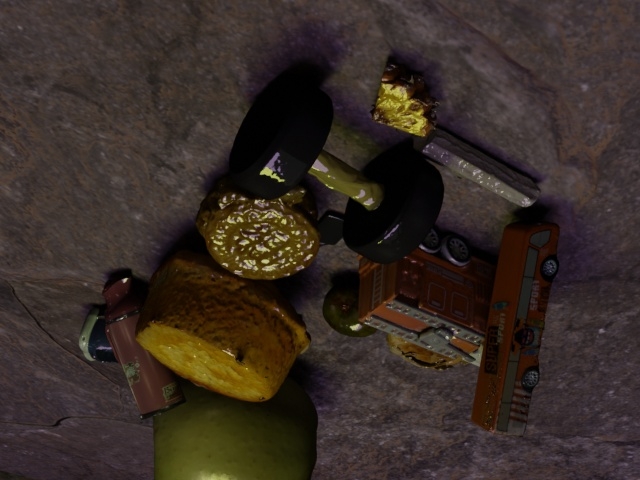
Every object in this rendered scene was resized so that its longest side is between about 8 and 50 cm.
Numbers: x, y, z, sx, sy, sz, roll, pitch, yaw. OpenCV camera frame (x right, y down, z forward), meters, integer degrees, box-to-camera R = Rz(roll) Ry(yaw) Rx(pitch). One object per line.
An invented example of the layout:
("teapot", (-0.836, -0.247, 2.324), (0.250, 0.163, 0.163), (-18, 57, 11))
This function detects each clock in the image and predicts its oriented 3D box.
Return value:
("clock", (-0.460, 0.258, 2.015), (0.243, 0.146, 0.199), (11, 139, 8))

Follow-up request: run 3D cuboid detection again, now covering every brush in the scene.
("brush", (0.000, 0.000, 1.677), (0.063, 0.016, 0.193), (22, 141, -18))

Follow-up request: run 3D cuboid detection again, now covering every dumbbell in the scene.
("dumbbell", (0.029, -0.113, 1.358), (0.322, 0.203, 0.204), (29, 139, -27))

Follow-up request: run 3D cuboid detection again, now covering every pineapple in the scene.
("pineapple", (0.127, -0.229, 1.311), (0.116, 0.069, 0.137), (-15, 130, 36))

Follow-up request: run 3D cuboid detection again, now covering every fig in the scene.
("fig", (0.084, 0.140, 1.803), (0.133, 0.185, 0.126), (-1, 105, 20))

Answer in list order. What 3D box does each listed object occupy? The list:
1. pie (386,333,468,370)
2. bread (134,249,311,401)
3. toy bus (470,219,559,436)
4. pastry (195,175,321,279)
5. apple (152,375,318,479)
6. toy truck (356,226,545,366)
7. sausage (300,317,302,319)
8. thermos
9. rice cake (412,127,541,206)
("pie", (0.281, 0.239, 1.922), (0.274, 0.055, 0.274), (3, 149, 2))
("bread", (-0.215, 0.188, 1.758), (0.398, 0.215, 0.398), (20, 152, 11))
("toy bus", (0.371, 0.162, 1.531), (0.092, 0.408, 0.093), (8, -177, -22))
("pastry", (-0.120, -0.040, 1.566), (0.240, 0.132, 0.235), (-7, 133, 8))
("apple", (-0.224, 0.522, 2.083), (0.474, 0.473, 0.473), (5, 144, 4))
("toy truck", (0.268, 0.129, 1.642), (0.388, 0.206, 0.173), (23, 142, -20))
("sausage", (-0.110, 0.196, 1.945), (0.131, 0.039, 0.041), (8, 149, 1))
("thermos", (-0.424, 0.240, 1.885), (0.110, 0.330, 0.136), (-20, 177, -21))
("rice cake", (0.275, -0.125, 1.427), (0.256, 0.052, 0.057), (25, 170, -22))
